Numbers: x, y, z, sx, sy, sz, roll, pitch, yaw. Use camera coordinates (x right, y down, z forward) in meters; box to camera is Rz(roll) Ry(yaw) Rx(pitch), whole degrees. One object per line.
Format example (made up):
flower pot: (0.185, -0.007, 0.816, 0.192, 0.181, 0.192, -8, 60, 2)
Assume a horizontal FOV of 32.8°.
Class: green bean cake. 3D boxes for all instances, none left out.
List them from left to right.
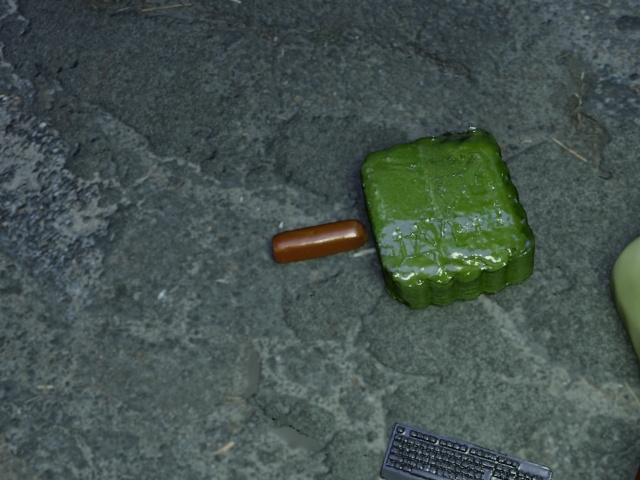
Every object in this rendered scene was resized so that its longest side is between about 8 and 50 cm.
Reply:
green bean cake: (0.163, -0.028, 1.410, 0.200, 0.113, 0.214, -12, 61, 0)

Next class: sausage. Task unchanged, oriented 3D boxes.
sausage: (0.000, 0.000, 1.463, 0.131, 0.041, 0.039, -12, 39, 2)

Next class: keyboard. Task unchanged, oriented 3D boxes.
keyboard: (0.172, 0.277, 1.298, 0.196, 0.015, 0.074, 15, 66, 17)

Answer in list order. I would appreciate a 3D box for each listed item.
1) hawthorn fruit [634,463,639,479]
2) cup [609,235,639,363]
hawthorn fruit: (0.503, 0.309, 1.013, 0.471, 0.472, 0.472, -4, 61, 7)
cup: (0.483, 0.079, 1.264, 0.255, 0.173, 0.202, -15, 62, 2)
